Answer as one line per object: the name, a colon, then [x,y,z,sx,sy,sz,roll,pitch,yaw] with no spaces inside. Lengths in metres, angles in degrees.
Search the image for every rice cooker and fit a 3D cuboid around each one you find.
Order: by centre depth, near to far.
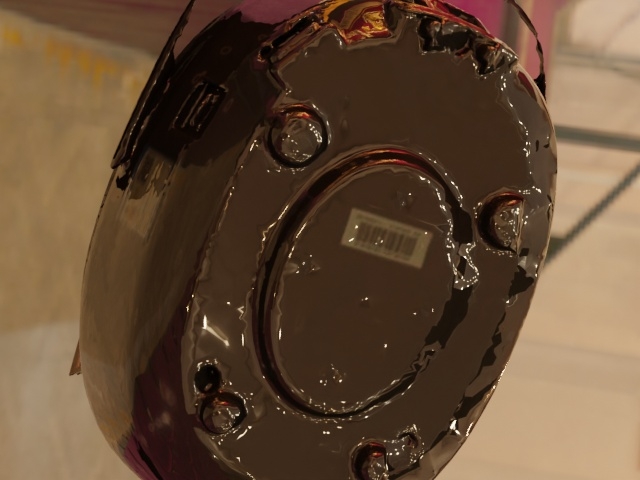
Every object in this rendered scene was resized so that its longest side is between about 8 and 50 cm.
rice cooker: [0.000,-0.001,0.512,0.118,0.142,0.203,-150,-102,-72]

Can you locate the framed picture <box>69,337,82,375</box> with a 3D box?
framed picture: [-0.180,0.076,1.659,0.011,0.183,0.142,60,8,-19]
